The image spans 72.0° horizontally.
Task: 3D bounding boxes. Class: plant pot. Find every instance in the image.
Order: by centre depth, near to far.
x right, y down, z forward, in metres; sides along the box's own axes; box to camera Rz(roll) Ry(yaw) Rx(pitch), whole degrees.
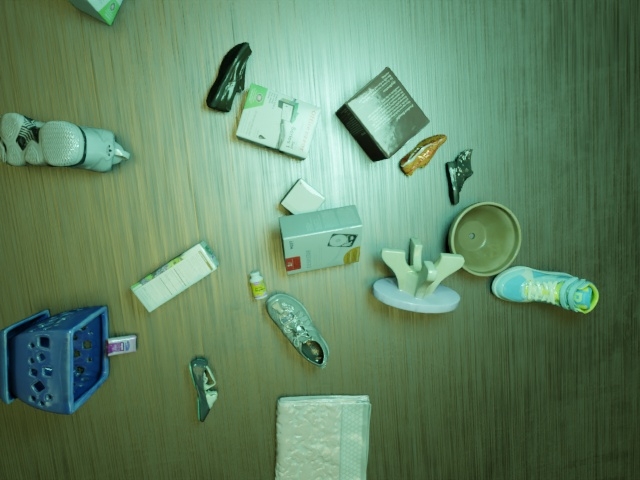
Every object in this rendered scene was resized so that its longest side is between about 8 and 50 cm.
[{"bbox_3d":[-0.743,0.320,1.228,0.212,0.236,0.236,3,97,-3],"label":"plant pot"},{"bbox_3d":[0.516,-0.008,1.437,0.237,0.110,0.238,-1,96,-8],"label":"plant pot"}]

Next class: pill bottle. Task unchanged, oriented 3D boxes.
[{"bbox_3d":[-0.197,0.140,1.380,0.043,0.043,0.083,-15,98,-7],"label":"pill bottle"}]

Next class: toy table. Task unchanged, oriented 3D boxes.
[{"bbox_3d":[0.308,0.109,1.369,0.274,0.252,0.161,1,113,-13],"label":"toy table"}]

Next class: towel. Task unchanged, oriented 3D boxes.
[{"bbox_3d":[0.008,0.684,1.470,0.316,0.053,0.332,1,95,-8],"label":"towel"}]

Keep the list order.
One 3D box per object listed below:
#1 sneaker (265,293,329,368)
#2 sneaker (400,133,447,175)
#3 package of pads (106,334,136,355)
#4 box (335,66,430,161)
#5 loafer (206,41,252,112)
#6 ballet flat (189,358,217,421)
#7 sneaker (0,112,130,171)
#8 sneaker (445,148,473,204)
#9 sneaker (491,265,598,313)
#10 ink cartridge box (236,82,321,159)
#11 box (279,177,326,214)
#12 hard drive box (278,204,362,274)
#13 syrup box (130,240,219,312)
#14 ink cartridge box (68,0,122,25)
[{"bbox_3d":[-0.061,0.281,1.380,0.105,0.115,0.281,-42,101,-2],"label":"sneaker"},{"bbox_3d":[0.333,-0.277,1.412,0.175,0.064,0.067,-38,120,2],"label":"sneaker"},{"bbox_3d":[-0.602,0.316,1.333,0.083,0.032,0.050,-2,95,-34],"label":"package of pads"},{"bbox_3d":[0.179,-0.368,1.315,0.168,0.167,0.203,-40,101,-3],"label":"box"},{"bbox_3d":[-0.257,-0.475,1.294,0.078,0.080,0.220,28,91,-43],"label":"loafer"},{"bbox_3d":[-0.362,0.469,1.382,0.074,0.074,0.203,-8,95,-7],"label":"ballet flat"},{"bbox_3d":[-0.714,-0.257,1.216,0.365,0.210,0.138,10,95,25],"label":"sneaker"},{"bbox_3d":[0.460,-0.207,1.435,0.089,0.051,0.170,-11,95,-3],"label":"sneaker"},{"bbox_3d":[0.748,0.163,1.441,0.318,0.208,0.127,-1,98,-8],"label":"sneaker"},{"bbox_3d":[-0.122,-0.348,1.310,0.219,0.092,0.160,16,94,-9],"label":"ink cartridge box"},{"bbox_3d":[-0.055,-0.123,1.349,0.101,0.087,0.102,39,90,-11],"label":"box"},{"bbox_3d":[0.000,0.000,1.323,0.232,0.089,0.181,-10,142,-6],"label":"hard drive box"},{"bbox_3d":[-0.428,0.103,1.316,0.236,0.093,0.096,-34,100,-3],"label":"syrup box"},{"bbox_3d":[-0.572,-0.743,1.144,0.114,0.198,0.273,25,92,-9],"label":"ink cartridge box"}]
